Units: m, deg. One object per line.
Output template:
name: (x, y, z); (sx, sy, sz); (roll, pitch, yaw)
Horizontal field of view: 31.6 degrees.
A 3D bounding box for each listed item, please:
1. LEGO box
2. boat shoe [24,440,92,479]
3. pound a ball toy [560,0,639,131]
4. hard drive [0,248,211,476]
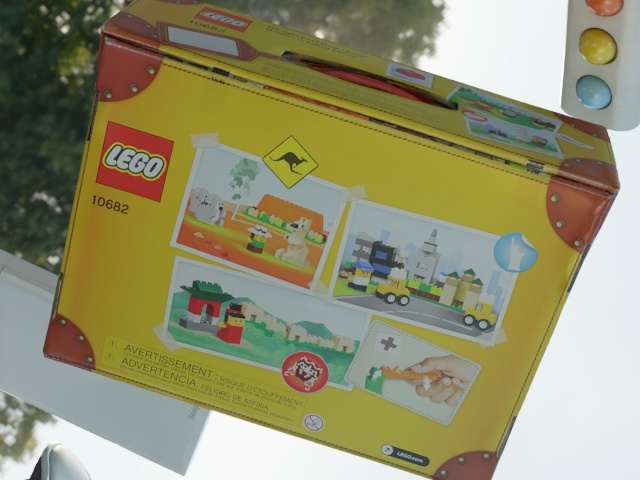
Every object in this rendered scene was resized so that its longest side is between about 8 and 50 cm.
LEGO box: (0.000, 0.000, 1.181); (0.193, 0.500, 0.372); (-71, 178, -64)
boat shoe: (-0.428, 0.408, 1.785); (0.091, 0.114, 0.302); (-44, -171, 1)
pound a ball toy: (0.440, -0.297, 1.554); (0.208, 0.319, 0.136); (26, -127, 29)
hard drive: (-0.311, 0.170, 1.539); (0.047, 0.353, 0.233); (-64, 177, -50)
